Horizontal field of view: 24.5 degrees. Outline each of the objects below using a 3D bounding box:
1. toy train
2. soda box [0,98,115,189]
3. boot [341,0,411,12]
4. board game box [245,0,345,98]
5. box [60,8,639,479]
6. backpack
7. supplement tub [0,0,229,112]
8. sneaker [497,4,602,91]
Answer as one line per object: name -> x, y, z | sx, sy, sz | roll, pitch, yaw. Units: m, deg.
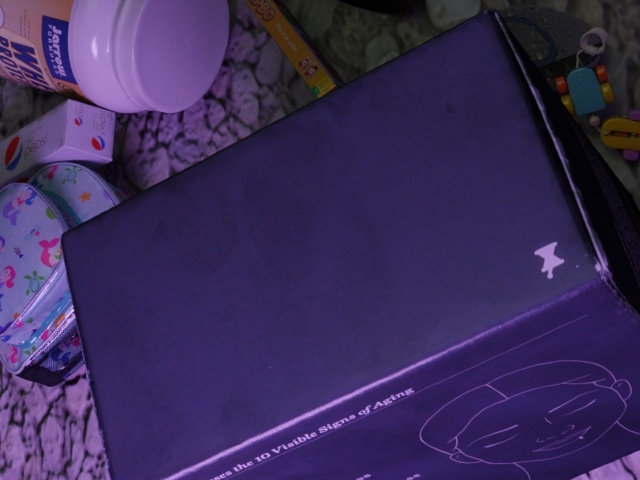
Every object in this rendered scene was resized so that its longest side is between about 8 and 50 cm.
toy train -> 0.348, -0.164, 1.658 | 0.166, 0.046, 0.125 | 32, 108, -1
soda box -> -0.358, -0.115, 1.949 | 0.216, 0.074, 0.069 | -22, 61, 48
boot -> 0.011, -0.385, 1.897 | 0.305, 0.112, 0.115 | 30, 76, 34
board game box -> -0.019, -0.229, 1.838 | 0.039, 0.124, 0.259 | -37, 60, 10
box -> 0.086, 0.088, 1.469 | 0.480, 0.472, 0.297 | -26, 63, 16
backpack -> -0.338, 0.028, 1.879 | 0.253, 0.191, 0.225 | -41, 58, 2
supplement tub -> -0.301, -0.296, 1.943 | 0.316, 0.228, 0.228 | 18, 81, 31
sneaker -> 0.187, -0.181, 1.731 | 0.297, 0.129, 0.111 | -19, 61, -1
